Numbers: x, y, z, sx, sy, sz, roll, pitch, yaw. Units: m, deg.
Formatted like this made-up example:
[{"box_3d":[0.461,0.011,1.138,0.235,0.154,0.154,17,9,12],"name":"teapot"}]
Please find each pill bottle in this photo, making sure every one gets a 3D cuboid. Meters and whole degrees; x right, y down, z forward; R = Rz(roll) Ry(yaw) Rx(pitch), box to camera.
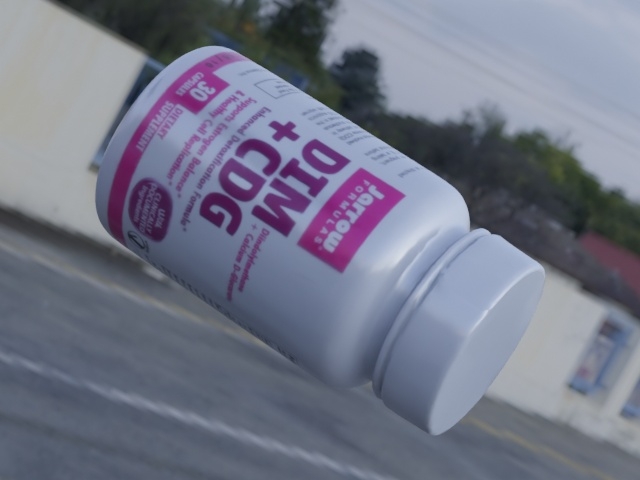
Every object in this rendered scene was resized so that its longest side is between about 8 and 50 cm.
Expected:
[{"box_3d":[0.000,0.000,1.128,0.283,0.160,0.160,33,3,20],"name":"pill bottle"}]
